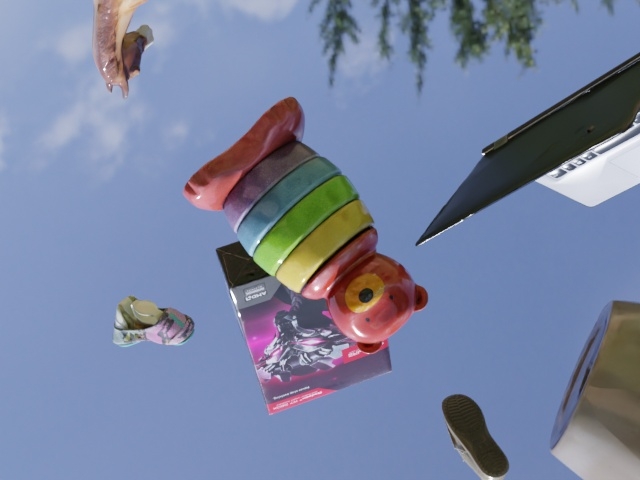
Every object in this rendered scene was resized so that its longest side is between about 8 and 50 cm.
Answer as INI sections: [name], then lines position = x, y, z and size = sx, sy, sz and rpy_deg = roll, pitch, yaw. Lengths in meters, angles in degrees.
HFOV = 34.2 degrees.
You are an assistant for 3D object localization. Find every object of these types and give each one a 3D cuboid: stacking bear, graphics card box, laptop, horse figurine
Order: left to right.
[horse figurine]
position = -0.115, -0.225, 0.698
size = 0.066, 0.263, 0.174
rpy_deg = 27, -109, -5
[graphics card box]
position = -0.016, 0.119, 1.665
size = 0.232, 0.371, 0.094
rpy_deg = -18, -131, -7
[stacking bear]
position = 0.000, 0.000, 1.252
size = 0.175, 0.164, 0.289
rpy_deg = -41, -98, -3
[laptop]
position = 0.410, -0.099, 1.498
size = 0.382, 0.407, 0.236
rpy_deg = -31, -133, 46

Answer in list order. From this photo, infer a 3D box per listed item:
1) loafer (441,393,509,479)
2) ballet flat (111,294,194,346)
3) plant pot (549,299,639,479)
[loafer]
position = 0.205, 0.272, 1.409
size = 0.056, 0.050, 0.148
rpy_deg = -11, -136, -13
[ballet flat]
position = -0.285, 0.127, 1.678
size = 0.221, 0.079, 0.077
rpy_deg = -5, -143, 51
[plant pot]
position = 0.420, 0.203, 1.153
size = 0.280, 0.323, 0.323
rpy_deg = 23, -134, 10
